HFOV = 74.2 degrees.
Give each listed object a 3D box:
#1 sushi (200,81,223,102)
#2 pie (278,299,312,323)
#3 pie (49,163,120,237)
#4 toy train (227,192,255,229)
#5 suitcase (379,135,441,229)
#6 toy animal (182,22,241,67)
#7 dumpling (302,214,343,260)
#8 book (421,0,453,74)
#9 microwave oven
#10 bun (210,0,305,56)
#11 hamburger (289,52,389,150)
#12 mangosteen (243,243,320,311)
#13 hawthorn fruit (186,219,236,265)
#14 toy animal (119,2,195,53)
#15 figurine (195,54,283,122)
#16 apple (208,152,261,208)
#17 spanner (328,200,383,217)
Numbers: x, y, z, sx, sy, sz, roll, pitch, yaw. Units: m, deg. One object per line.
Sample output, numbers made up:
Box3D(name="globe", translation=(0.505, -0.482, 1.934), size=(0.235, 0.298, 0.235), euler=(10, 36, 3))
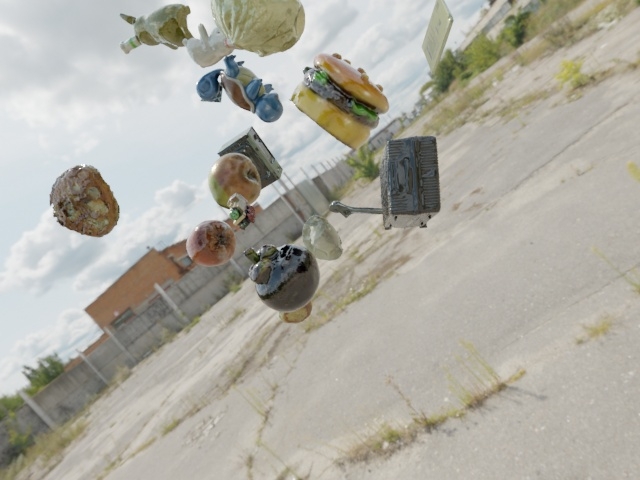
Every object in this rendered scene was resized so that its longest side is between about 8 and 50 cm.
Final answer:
Box3D(name="sushi", translation=(-0.617, -0.843, 2.385), size=(0.026, 0.126, 0.120), euler=(-10, -72, -81))
Box3D(name="pie", translation=(-0.125, 0.339, 2.185), size=(0.179, 0.205, 0.084), euler=(-4, 21, -40))
Box3D(name="pie", translation=(-0.899, -0.141, 1.625), size=(0.308, 0.308, 0.085), euler=(-38, 15, 21))
Box3D(name="toy train", translation=(-0.240, -0.086, 1.269), size=(0.050, 0.087, 0.138), euler=(-41, 24, 14))
Box3D(name="suitcase", translation=(0.267, -0.162, 1.281), size=(0.152, 0.229, 0.335), euler=(-3, -6, 4))
Box3D(name="toy animal", translation=(-0.415, -0.804, 1.708), size=(0.283, 0.138, 0.140), euler=(-9, 15, 35))
Box3D(name="dumpling", translation=(0.000, 0.000, 2.051), size=(0.173, 0.247, 0.142), euler=(-29, 10, 21))
Box3D(name="book", translation=(0.384, -0.684, 1.403), size=(0.013, 0.167, 0.192), euler=(-1, -34, -8))
Box3D(name="microwave oven", translation=(-0.378, -0.426, 2.296), size=(0.238, 0.295, 0.181), euler=(-29, 26, 15))
Box3D(name="bun", translation=(-0.229, -0.774, 1.466), size=(0.349, 0.353, 0.227), euler=(-4, -55, -56))
Box3D(name="hamburger", translation=(0.101, -0.580, 1.749), size=(0.277, 0.396, 0.396), euler=(-53, 0, 18))
Box3D(name="mangosteen", translation=(-0.151, 0.118, 1.555), size=(0.275, 0.302, 0.275), euler=(-51, 15, 20))
Box3D(name="hawthorn fruit", translation=(-0.539, 0.031, 2.068), size=(0.262, 0.231, 0.235), euler=(-55, 0, 21))
Box3D(name="toy animal", translation=(-0.726, -0.937, 1.870), size=(0.363, 0.181, 0.180), euler=(6, 25, 27))
Box3D(name="figurine", translation=(-0.355, -0.714, 1.951), size=(0.298, 0.417, 0.242), euler=(-101, 31, -82))
Box3D(name="apple", translation=(-0.375, -0.256, 1.848), size=(0.194, 0.260, 0.261), euler=(-21, 9, 14))
Box3D(name="spanner", translation=(0.174, -0.121, 1.676), size=(0.326, 0.093, 0.026), euler=(4, 56, 33))
